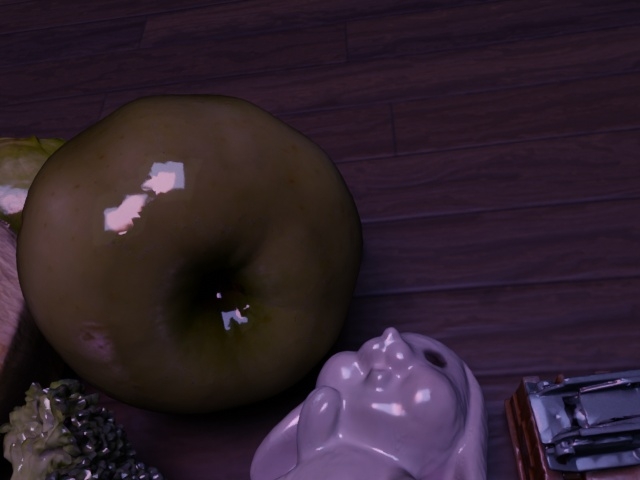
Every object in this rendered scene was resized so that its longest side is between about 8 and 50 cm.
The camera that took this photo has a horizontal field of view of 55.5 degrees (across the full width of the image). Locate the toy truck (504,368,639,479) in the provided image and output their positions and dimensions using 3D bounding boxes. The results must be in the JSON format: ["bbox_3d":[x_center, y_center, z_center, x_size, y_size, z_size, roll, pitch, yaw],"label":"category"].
[{"bbox_3d":[0.354,0.165,0.545,0.339,0.184,0.132,-6,54,7],"label":"toy truck"}]

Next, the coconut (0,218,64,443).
[{"bbox_3d":[-0.469,0.106,0.664,0.346,0.360,0.346,-28,48,36],"label":"coconut"}]

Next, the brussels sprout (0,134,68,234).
[{"bbox_3d":[-0.429,-0.067,0.883,0.223,0.161,0.223,-9,51,11],"label":"brussels sprout"}]

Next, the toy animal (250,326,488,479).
[{"bbox_3d":[0.058,0.225,0.572,0.289,0.174,0.249,-38,44,-15],"label":"toy animal"}]

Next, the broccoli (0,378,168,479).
[{"bbox_3d":[-0.279,0.374,0.507,0.397,0.274,0.353,-35,33,-6],"label":"broccoli"}]

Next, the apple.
[{"bbox_3d":[-0.139,0.007,0.666,0.358,0.357,0.357,-5,53,7],"label":"apple"}]
